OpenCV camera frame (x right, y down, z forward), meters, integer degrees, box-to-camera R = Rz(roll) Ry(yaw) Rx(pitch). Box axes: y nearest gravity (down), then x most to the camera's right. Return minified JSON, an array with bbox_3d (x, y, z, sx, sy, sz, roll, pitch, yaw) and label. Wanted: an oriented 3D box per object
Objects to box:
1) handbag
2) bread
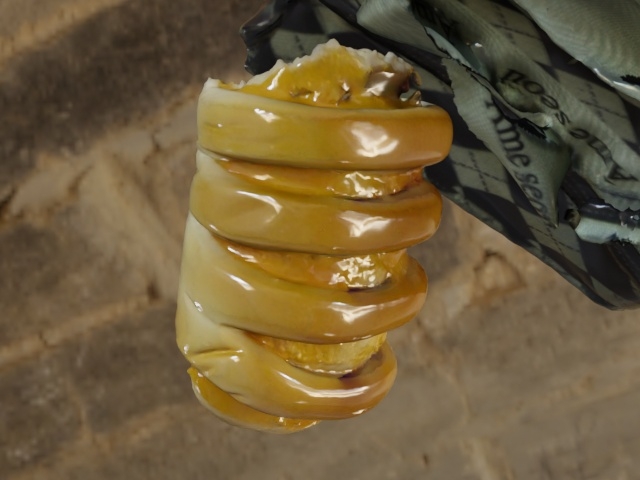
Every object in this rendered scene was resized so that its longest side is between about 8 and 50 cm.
[{"bbox_3d":[0.154,-0.102,0.765,0.317,0.180,0.416,29,-17,-13],"label":"handbag"},{"bbox_3d":[0.000,0.000,0.677,0.119,0.084,0.177,-5,-73,-48],"label":"bread"}]
